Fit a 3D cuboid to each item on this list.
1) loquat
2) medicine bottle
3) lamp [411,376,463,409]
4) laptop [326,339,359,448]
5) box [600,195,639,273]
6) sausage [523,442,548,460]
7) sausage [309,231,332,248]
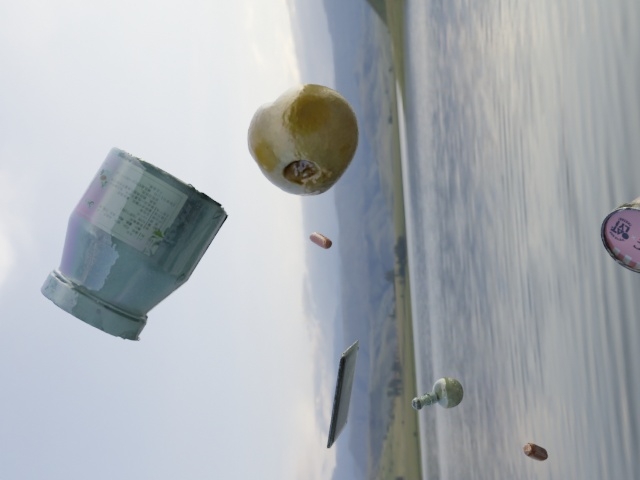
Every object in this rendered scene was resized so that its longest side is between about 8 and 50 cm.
[{"bbox_3d":[-0.032,-0.192,1.265,0.213,0.213,0.212,-4,-90,-82],"label":"loquat"},{"bbox_3d":[-0.342,0.013,1.240,0.289,0.245,0.245,-62,-13,-6],"label":"medicine bottle"},{"bbox_3d":[0.337,0.457,1.987,0.091,0.163,0.090,42,140,50],"label":"lamp"},{"bbox_3d":[0.066,0.425,1.907,0.188,0.015,0.268,-18,-63,-72],"label":"laptop"},{"bbox_3d":[0.668,-0.030,1.371,0.135,0.151,0.151,-35,-46,-28],"label":"box"},{"bbox_3d":[0.636,0.626,2.018,0.131,0.039,0.041,35,-135,-48],"label":"sausage"},{"bbox_3d":[0.000,0.000,1.950,0.083,0.034,0.034,30,135,50],"label":"sausage"}]
